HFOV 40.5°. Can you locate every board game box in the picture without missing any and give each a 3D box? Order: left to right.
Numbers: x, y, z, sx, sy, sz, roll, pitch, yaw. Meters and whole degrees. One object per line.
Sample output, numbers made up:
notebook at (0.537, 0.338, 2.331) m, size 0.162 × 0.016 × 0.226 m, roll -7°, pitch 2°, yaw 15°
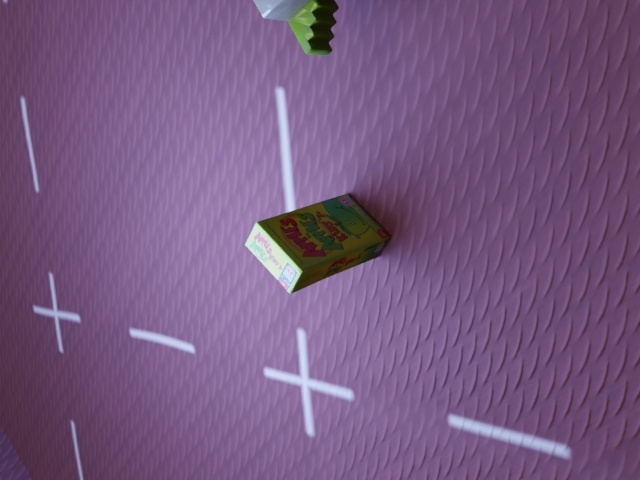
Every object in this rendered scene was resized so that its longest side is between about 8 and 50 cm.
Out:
board game box at (0.000, 0.000, 1.140) m, size 0.092 × 0.181 × 0.043 m, roll 46°, pitch 129°, yaw 21°

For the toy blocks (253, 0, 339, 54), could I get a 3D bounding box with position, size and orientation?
toy blocks at (-0.017, -0.447, 0.991) m, size 0.261 × 0.190 × 0.381 m, roll -34°, pitch 79°, yaw 33°
